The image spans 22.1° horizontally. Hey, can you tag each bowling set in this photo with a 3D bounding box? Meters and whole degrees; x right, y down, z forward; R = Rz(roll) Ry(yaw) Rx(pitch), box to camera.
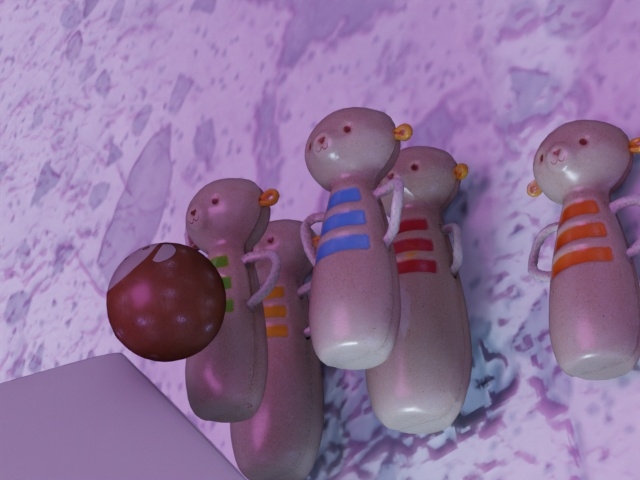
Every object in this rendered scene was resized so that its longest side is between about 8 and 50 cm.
[{"bbox_3d":[0.000,0.000,0.782,0.287,0.200,0.154,-23,55,38],"label":"bowling set"}]

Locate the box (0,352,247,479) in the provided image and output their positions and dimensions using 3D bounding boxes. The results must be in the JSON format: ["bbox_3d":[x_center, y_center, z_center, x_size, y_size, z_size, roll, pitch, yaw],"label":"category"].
[{"bbox_3d":[-0.108,0.225,0.750,0.148,0.121,0.311,38,135,49],"label":"box"}]
